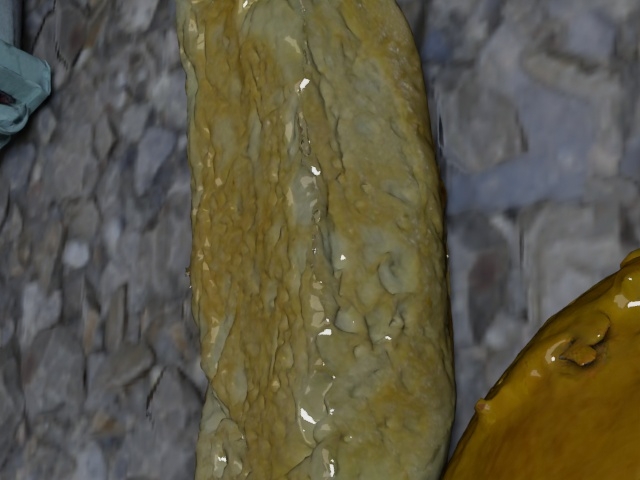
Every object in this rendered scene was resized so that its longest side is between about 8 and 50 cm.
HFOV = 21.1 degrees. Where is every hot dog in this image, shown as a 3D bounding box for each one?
[{"bbox_3d":[0.000,0.000,0.579,0.084,0.073,0.243,-25,62,45],"label":"hot dog"}]

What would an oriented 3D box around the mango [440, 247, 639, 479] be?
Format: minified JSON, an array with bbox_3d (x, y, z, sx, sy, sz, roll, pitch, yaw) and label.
[{"bbox_3d":[0.100,0.103,0.395,0.151,0.156,0.249,115,167,-48],"label":"mango"}]

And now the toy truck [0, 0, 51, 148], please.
[{"bbox_3d":[-0.206,-0.145,0.834,0.140,0.108,0.257,-22,63,27],"label":"toy truck"}]
